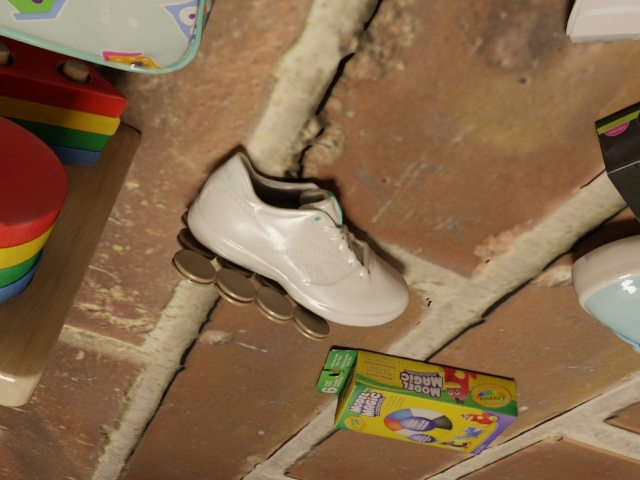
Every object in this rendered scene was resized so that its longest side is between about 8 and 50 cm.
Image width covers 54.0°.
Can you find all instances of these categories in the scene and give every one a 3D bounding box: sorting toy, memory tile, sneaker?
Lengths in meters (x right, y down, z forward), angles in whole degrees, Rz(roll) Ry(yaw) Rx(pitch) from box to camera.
[{"bbox_3d":[-0.234,-0.074,0.346,0.255,0.257,0.089,26,122,-20],"label":"sorting toy"},{"bbox_3d":[-0.058,0.029,0.544,0.148,0.113,0.012,28,112,-21],"label":"memory tile"},{"bbox_3d":[0.374,0.112,0.526,0.365,0.150,0.135,22,139,-15],"label":"sneaker"},{"bbox_3d":[0.000,0.000,0.528,0.212,0.080,0.094,26,127,-19],"label":"sneaker"}]

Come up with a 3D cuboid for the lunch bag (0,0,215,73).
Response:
[{"bbox_3d":[-0.126,-0.214,0.244,0.223,0.108,0.279,15,144,-11],"label":"lunch bag"}]

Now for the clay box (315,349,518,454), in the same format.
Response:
[{"bbox_3d":[0.108,0.197,0.763,0.221,0.053,0.127,10,141,-3],"label":"clay box"}]

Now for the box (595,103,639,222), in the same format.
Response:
[{"bbox_3d":[0.237,-0.051,0.429,0.062,0.052,0.083,-25,132,35],"label":"box"}]

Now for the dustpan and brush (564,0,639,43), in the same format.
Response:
[{"bbox_3d":[0.204,-0.167,0.283,0.147,0.060,0.211,1,141,10],"label":"dustpan and brush"}]
